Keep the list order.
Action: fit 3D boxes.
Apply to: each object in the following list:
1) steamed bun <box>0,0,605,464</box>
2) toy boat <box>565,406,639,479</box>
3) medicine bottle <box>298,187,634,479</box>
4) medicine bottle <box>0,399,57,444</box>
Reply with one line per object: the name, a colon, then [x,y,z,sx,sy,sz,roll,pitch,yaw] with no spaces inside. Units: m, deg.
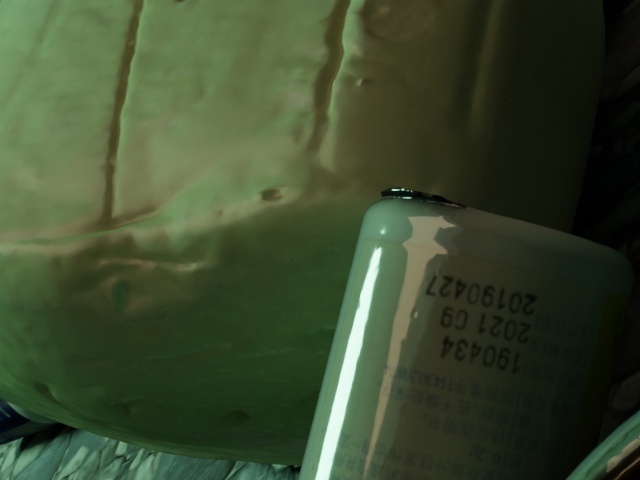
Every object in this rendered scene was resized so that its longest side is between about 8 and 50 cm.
steamed bun: [-0.039,-0.033,1.166,0.456,0.290,0.371,-1,53,28]
toy boat: [0.171,0.126,0.777,0.262,0.114,0.115,-47,-11,16]
medicine bottle: [0.061,0.116,0.869,0.143,0.143,0.258,6,80,66]
medicine bottle: [-0.288,0.135,1.711,0.191,0.107,0.107,-24,34,51]
